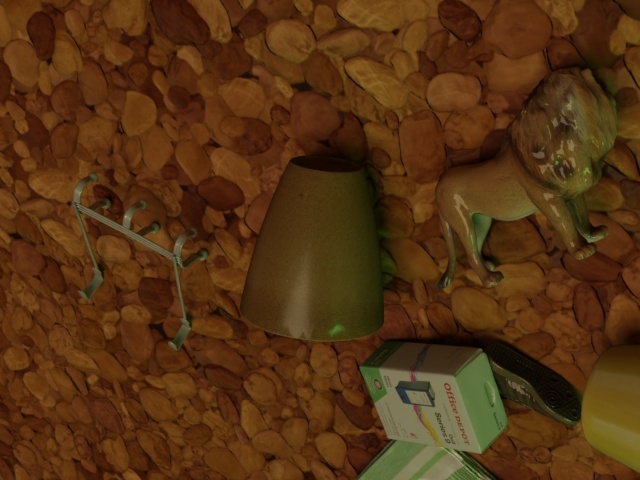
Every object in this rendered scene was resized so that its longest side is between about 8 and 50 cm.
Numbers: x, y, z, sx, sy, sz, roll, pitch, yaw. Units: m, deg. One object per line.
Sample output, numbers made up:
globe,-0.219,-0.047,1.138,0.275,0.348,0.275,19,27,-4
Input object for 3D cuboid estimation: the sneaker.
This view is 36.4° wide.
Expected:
sneaker,0.341,0.241,1.598,0.188,0.066,0.071,39,145,11

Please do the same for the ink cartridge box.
ink cartridge box,0.189,0.259,1.632,0.212,0.093,0.154,-2,116,45

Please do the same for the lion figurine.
lion figurine,0.268,-0.075,1.401,0.392,0.142,0.240,-25,96,41

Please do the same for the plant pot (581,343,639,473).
plant pot,0.521,0.252,1.396,0.239,0.254,0.254,9,122,43

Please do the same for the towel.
towel,0.235,0.497,1.789,0.325,0.038,0.248,38,121,4

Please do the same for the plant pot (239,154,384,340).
plant pot,0.000,0.000,1.556,0.237,0.237,0.254,13,108,22

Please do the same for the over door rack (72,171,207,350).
over door rack,-0.340,0.032,1.828,0.239,0.108,0.324,28,141,13
